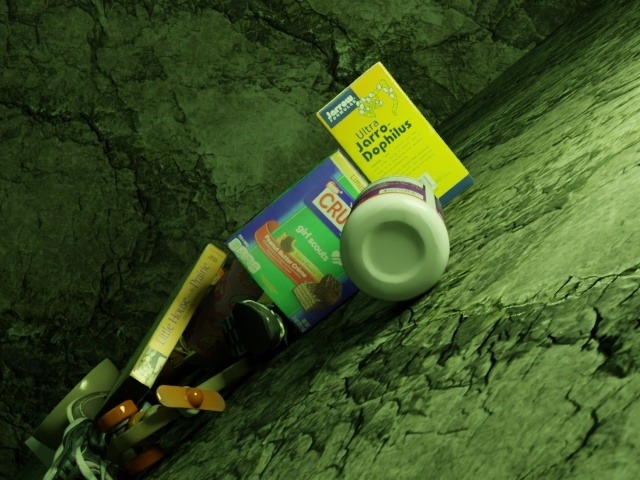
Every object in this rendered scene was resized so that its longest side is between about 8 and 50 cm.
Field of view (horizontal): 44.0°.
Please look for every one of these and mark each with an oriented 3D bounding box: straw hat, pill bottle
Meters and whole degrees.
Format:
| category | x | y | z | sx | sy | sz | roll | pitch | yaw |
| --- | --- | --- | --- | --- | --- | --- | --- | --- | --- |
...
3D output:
| category | x | y | z | sx | sy | sz | roll | pitch | yaw |
| --- | --- | --- | --- | --- | --- | --- | --- | --- | --- |
| straw hat | -0.413 | 0.472 | 1.730 | 0.061 | 0.144 | 0.144 | 0 | 14 | 8 |
| pill bottle | 0.135 | -0.016 | 1.424 | 0.181 | 0.181 | 0.323 | -38 | 5 | 13 |

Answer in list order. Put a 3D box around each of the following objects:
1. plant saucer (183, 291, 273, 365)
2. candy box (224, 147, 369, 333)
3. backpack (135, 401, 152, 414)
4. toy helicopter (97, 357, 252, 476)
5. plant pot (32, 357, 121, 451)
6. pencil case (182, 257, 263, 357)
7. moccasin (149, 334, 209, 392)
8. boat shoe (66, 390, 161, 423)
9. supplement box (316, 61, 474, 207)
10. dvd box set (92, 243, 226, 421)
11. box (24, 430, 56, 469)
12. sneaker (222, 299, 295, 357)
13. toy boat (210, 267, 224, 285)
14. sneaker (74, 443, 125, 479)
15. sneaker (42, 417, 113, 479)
| category | x | y | z | sx | sy | sz | roll | pitch | yaw |
| --- | --- | --- | --- | --- | --- | --- | --- | --- | --- |
| plant saucer | -0.181 | 0.214 | 2.180 | 0.333 | 0.081 | 0.333 | -34 | 9 | 44 |
| candy box | 0.000 | 0.000 | 1.723 | 0.317 | 0.268 | 0.122 | -39 | 9 | 6 |
| backpack | -0.446 | 0.460 | 1.946 | 0.114 | 0.084 | 0.105 | -50 | 7 | -27 |
| toy helicopter | -0.277 | 0.334 | 1.668 | 0.355 | 0.140 | 0.235 | -28 | -10 | -41 |
| plant pot | -0.623 | 0.496 | 2.195 | 0.284 | 0.191 | 0.284 | -47 | 2 | 2 |
| pencil case | -0.221 | 0.152 | 1.925 | 0.284 | 0.124 | 0.124 | -52 | 2 | 17 |
| moccasin | -0.378 | 0.327 | 2.284 | 0.147 | 0.139 | 0.380 | -30 | -7 | 33 |
| boat shoe | -0.514 | 0.434 | 2.031 | 0.096 | 0.117 | 0.324 | -30 | -22 | 15 |
| supplement box | 0.174 | -0.225 | 1.900 | 0.195 | 0.356 | 0.194 | -39 | 6 | 7 |
| dvd box set | -0.388 | 0.234 | 1.927 | 0.307 | 0.062 | 0.420 | -47 | 13 | 46 |
| box | -0.782 | 0.597 | 2.626 | 0.215 | 0.168 | 0.345 | -39 | 6 | 9 |
| sneaker | -0.117 | 0.181 | 1.751 | 0.146 | 0.122 | 0.330 | -16 | -3 | -19 |
| toy boat | -0.266 | 0.132 | 2.196 | 0.151 | 0.151 | 0.231 | -42 | 6 | -21 |
| sneaker | -0.440 | 0.482 | 1.623 | 0.077 | 0.072 | 0.178 | -28 | 46 | -20 |
| sneaker | -0.527 | 0.519 | 1.772 | 0.153 | 0.101 | 0.269 | -13 | 48 | 29 |
